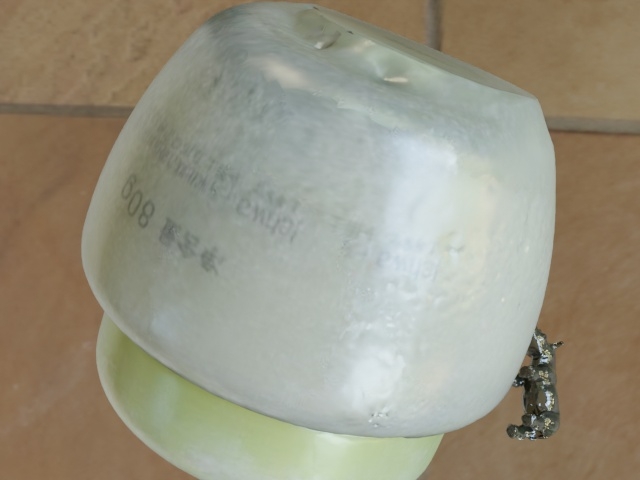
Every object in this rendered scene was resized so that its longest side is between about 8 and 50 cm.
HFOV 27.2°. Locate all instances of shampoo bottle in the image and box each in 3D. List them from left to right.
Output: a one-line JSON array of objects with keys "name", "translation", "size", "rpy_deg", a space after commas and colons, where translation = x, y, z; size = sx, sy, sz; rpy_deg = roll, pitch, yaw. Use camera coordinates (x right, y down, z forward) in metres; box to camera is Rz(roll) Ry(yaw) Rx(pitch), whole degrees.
[{"name": "shampoo bottle", "translation": [0.000, 0.000, 0.927], "size": [0.322, 0.322, 0.317], "rpy_deg": [28, 115, 23]}]

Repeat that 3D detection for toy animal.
[{"name": "toy animal", "translation": [0.235, 0.150, 1.444], "size": [0.047, 0.065, 0.135], "rpy_deg": [-19, 68, 50]}]
